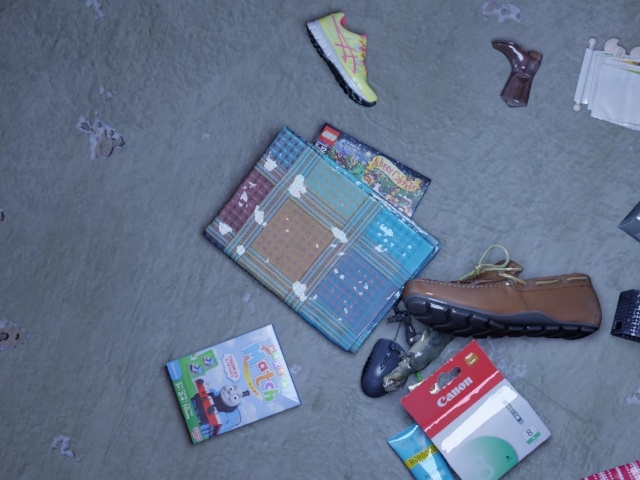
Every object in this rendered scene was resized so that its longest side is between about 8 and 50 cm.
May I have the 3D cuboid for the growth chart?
[{"bbox_3d":[0.601,-0.283,1.887,0.237,0.021,0.172,23,84,5],"label":"growth chart"}]

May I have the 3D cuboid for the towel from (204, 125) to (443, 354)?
[{"bbox_3d":[0.000,0.000,1.835,0.370,0.040,0.271,38,96,5],"label":"towel"}]

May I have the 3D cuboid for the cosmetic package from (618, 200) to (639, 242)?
[{"bbox_3d":[0.672,-0.092,1.808,0.107,0.127,0.238,38,84,6],"label":"cosmetic package"}]

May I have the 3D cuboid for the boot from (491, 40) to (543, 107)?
[{"bbox_3d":[0.361,-0.318,1.897,0.106,0.037,0.114,21,89,7],"label":"boot"}]

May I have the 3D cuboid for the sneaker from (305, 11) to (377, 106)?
[{"bbox_3d":[0.059,-0.352,1.890,0.094,0.081,0.208,-31,82,-4],"label":"sneaker"}]

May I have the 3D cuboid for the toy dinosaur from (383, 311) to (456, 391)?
[{"bbox_3d":[0.197,0.169,1.814,0.268,0.064,0.118,-33,96,-18],"label":"toy dinosaur"}]

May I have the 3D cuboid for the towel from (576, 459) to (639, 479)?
[{"bbox_3d":[0.585,0.482,1.748,0.275,0.031,0.199,-18,53,0],"label":"towel"}]

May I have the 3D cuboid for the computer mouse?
[{"bbox_3d":[0.143,0.180,1.841,0.071,0.041,0.242,23,84,6],"label":"computer mouse"}]

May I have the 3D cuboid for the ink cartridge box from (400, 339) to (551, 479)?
[{"bbox_3d":[0.280,0.320,1.774,0.181,0.056,0.224,-39,108,-2],"label":"ink cartridge box"}]

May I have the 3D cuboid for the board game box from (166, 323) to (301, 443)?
[{"bbox_3d":[-0.161,0.267,1.845,0.211,0.039,0.160,-21,82,-1],"label":"board game box"}]

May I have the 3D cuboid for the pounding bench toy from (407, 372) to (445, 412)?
[{"bbox_3d":[0.188,0.268,1.816,0.052,0.065,0.083,-22,82,0],"label":"pounding bench toy"}]

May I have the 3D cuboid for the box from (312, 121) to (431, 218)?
[{"bbox_3d":[0.071,-0.100,1.876,0.233,0.044,0.159,29,85,6],"label":"box"}]

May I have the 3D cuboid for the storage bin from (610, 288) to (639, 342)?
[{"bbox_3d":[0.629,0.152,1.781,0.180,0.122,0.084,16,85,4],"label":"storage bin"}]

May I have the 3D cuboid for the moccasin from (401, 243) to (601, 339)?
[{"bbox_3d":[0.325,0.093,1.763,0.380,0.139,0.147,2,69,-13],"label":"moccasin"}]

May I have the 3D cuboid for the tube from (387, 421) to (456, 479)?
[{"bbox_3d":[0.210,0.434,1.808,0.080,0.052,0.207,-29,76,-11],"label":"tube"}]
